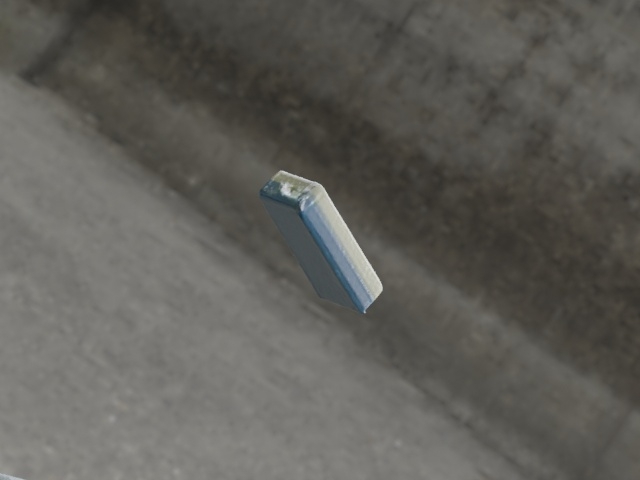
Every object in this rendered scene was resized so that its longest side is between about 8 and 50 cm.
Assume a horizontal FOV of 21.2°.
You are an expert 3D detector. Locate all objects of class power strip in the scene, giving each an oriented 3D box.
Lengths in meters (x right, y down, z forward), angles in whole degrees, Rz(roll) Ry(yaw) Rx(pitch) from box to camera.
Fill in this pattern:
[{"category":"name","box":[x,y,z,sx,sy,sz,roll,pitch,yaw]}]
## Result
[{"category":"power strip","box":[0.000,0.000,1.337,0.056,0.032,0.123,18,-33,49]}]

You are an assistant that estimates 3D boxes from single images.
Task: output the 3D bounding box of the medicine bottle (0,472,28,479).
[{"category":"medicine bottle","box":[-0.216,0.333,1.202,0.245,0.306,0.245,16,-15,4]}]
